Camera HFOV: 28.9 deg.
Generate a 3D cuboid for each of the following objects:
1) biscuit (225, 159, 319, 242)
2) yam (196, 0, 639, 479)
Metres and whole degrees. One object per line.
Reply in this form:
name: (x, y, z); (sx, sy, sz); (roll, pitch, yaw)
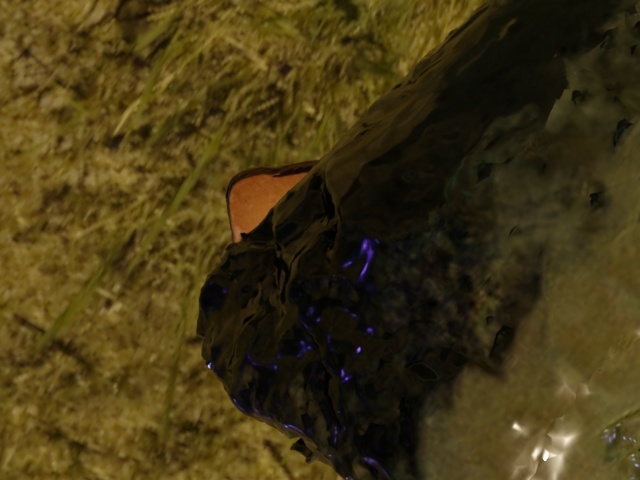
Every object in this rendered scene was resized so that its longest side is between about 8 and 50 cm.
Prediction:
biscuit: (0.000, 0.000, 1.327); (0.192, 0.036, 0.186); (-5, 124, -2)
yam: (0.109, -0.011, 0.481); (0.300, 0.195, 0.195); (-45, 108, -3)
